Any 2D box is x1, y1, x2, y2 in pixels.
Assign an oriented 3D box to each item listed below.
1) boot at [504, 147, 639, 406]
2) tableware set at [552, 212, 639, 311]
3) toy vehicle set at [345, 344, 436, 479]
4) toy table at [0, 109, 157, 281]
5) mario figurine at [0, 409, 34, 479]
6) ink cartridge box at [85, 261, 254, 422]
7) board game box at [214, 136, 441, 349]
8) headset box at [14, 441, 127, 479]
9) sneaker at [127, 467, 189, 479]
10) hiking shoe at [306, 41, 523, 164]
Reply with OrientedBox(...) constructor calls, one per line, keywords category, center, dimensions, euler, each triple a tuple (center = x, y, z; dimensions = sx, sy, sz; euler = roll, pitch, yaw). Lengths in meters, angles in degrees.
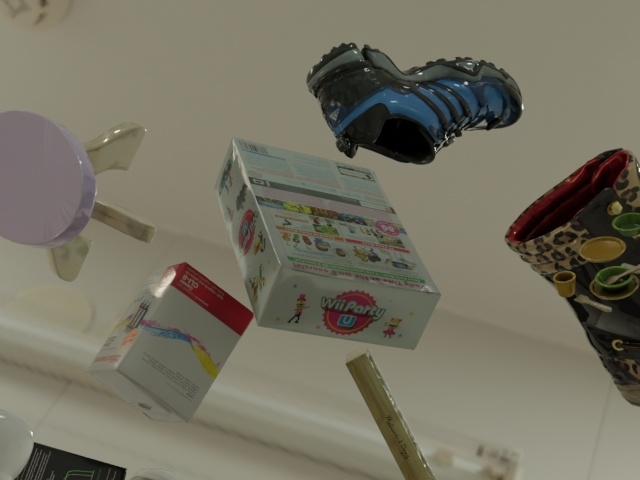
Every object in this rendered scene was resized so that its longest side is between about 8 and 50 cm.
OrientedBox(category="boot", center=(0.423, 0.015, 1.475), dimensions=(0.377, 0.138, 0.284), euler=(-32, -70, 37))
OrientedBox(category="tableware set", center=(0.297, 0.015, 1.308), dimensions=(0.104, 0.154, 0.024), euler=(22, -45, 48))
OrientedBox(category="toy vehicle set", center=(0.115, 0.290, 1.990), dimensions=(0.035, 0.166, 0.267), euler=(-27, -90, 2))
OrientedBox(category="toy table", center=(-0.365, -0.074, 1.850), dimensions=(0.252, 0.161, 0.274), euler=(-55, -129, 12))
OrientedBox(category="mario figurine", center=(-0.269, 0.249, 0.982), dimensions=(0.320, 0.198, 0.170), euler=(55, -11, 14))
OrientedBox(category="ink cartridge box", center=(-0.203, 0.140, 1.744), dimensions=(0.127, 0.176, 0.128), euler=(39, -24, -19))
OrientedBox(category="board game box", center=(0.000, 0.000, 1.698), dimensions=(0.224, 0.303, 0.097), euler=(11, -60, -23))
OrientedBox(category="headset box", center=(-0.416, 0.371, 1.629), dimensions=(0.283, 0.131, 0.246), euler=(17, -54, -6))
OrientedBox(category="sneaker", center=(-0.087, 0.345, 1.311), dimensions=(0.114, 0.152, 0.305), euler=(-42, -86, 9))
OrientedBox(category="hiking shoe", center=(0.121, -0.141, 1.532), dimensions=(0.304, 0.132, 0.113), euler=(1, -28, -33))
